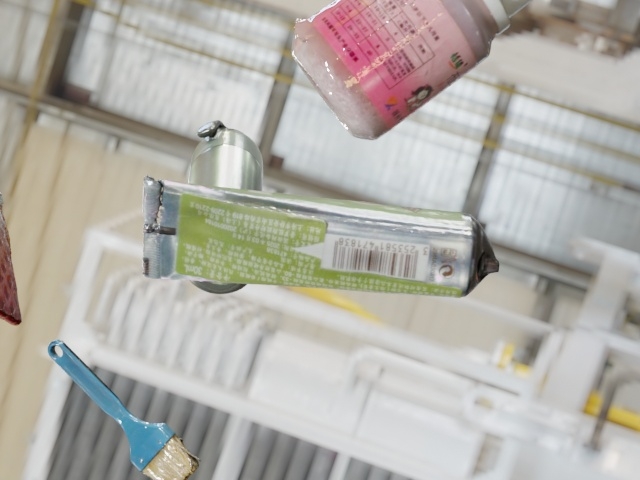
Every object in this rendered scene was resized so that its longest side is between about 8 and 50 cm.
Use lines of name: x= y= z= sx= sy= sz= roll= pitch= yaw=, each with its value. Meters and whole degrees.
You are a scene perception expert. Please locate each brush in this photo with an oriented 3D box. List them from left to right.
brush: x=-0.170 y=0.143 z=1.415 sx=0.051 sy=0.164 sz=0.014 roll=-49 pitch=-7 yaw=30

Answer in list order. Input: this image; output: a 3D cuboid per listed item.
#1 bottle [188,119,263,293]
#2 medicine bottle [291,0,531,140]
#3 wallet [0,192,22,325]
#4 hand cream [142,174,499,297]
bottle: x=-0.103 y=-0.043 z=1.732 sx=0.254 sy=0.079 sz=0.096 roll=-90 pitch=-24 yaw=-61
medicine bottle: x=0.100 y=-0.220 z=1.700 sx=0.247 sy=0.147 sz=0.147 roll=-36 pitch=-12 yaw=1
wallet: x=-0.236 y=-0.014 z=1.080 sx=0.196 sy=0.020 sz=0.103 roll=58 pitch=-159 yaw=-71
hand cream: x=0.000 y=0.000 z=1.109 sx=0.055 sy=0.235 sz=0.086 roll=-85 pitch=0 yaw=-51
